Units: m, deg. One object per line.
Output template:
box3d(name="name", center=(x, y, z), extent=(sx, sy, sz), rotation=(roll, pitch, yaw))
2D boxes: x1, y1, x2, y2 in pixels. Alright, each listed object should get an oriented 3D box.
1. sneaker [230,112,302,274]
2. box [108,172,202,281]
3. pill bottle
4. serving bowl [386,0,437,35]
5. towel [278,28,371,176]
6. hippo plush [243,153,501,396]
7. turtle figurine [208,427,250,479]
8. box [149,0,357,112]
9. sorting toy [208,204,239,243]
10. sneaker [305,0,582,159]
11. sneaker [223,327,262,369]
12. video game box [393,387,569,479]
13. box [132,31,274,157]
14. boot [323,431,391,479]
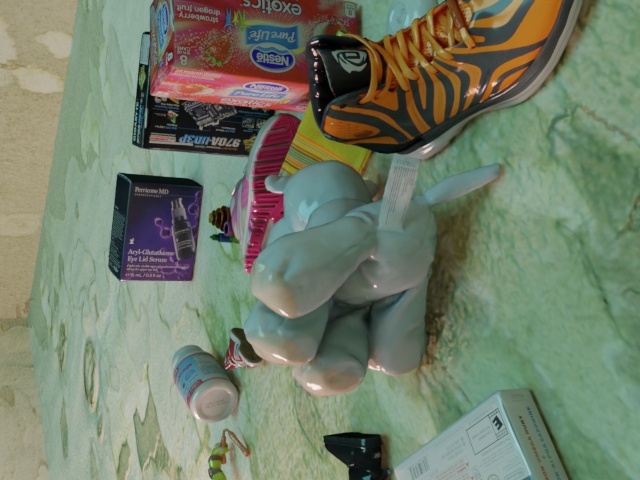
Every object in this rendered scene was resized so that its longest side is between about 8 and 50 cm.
box3d(name="sneaker", center=(-0.087, -0.077, 1.132), extent=(0.111, 0.103, 0.252), rotation=(45, 126, 50))
box3d(name="box", center=(-0.339, -0.027, 1.525), extent=(0.108, 0.153, 0.207), rotation=(27, 112, 58))
box3d(name="pill bottle", center=(-0.216, 0.254, 1.356), extent=(0.160, 0.087, 0.087), rotation=(36, 119, 56))
box3d(name="serving bowl", center=(0.102, -0.261, 0.883), extent=(0.083, 0.027, 0.083), rotation=(-8, 81, 59))
box3d(name="towel", center=(0.022, -0.141, 0.961), extent=(0.237, 0.102, 0.021), rotation=(-65, -7, 34))
box3d(name="hippo plush", center=(0.000, 0.000, 0.840), extent=(0.236, 0.234, 0.294), rotation=(47, 129, 51))
box3d(name="turtle figurine", center=(-0.181, 0.480, 1.278), extent=(0.217, 0.087, 0.269), rotation=(-54, 44, 45))
box3d(name="box", center=(-0.086, -0.252, 0.983), extent=(0.123, 0.257, 0.128), rotation=(-13, 77, 62))
box3d(name="sorting toy", center=(-0.176, -0.025, 1.347), extent=(0.102, 0.042, 0.061), rotation=(39, 121, 55))
box3d(name="sneaker", center=(0.097, -0.177, 0.732), extent=(0.321, 0.180, 0.124), rotation=(-46, 50, 50))
box3d(name="sneaker", center=(-0.130, 0.200, 1.251), extent=(0.118, 0.042, 0.067), rotation=(-136, 58, -62))
box3d(name="video game box", center=(0.164, 0.271, 0.722), extent=(0.205, 0.048, 0.187), rotation=(-54, 42, 45))
box3d(name="box", center=(-0.176, -0.225, 1.181), extent=(0.051, 0.220, 0.175), rotation=(27, 113, 55))
box3d(name="boot", center=(0.045, 0.293, 0.938), extent=(0.121, 0.045, 0.099), rotation=(-18, 76, 59))
